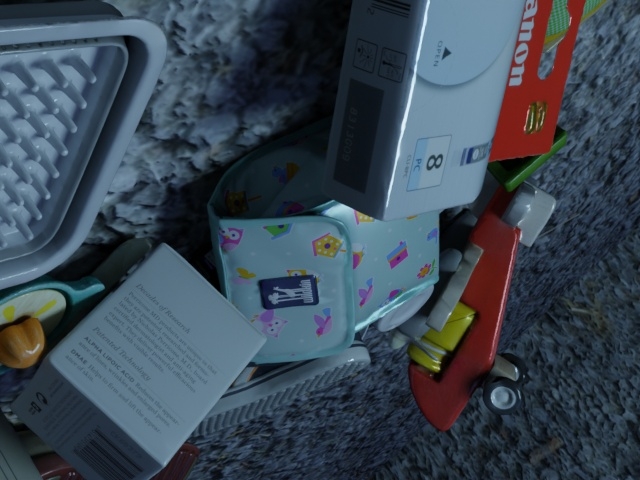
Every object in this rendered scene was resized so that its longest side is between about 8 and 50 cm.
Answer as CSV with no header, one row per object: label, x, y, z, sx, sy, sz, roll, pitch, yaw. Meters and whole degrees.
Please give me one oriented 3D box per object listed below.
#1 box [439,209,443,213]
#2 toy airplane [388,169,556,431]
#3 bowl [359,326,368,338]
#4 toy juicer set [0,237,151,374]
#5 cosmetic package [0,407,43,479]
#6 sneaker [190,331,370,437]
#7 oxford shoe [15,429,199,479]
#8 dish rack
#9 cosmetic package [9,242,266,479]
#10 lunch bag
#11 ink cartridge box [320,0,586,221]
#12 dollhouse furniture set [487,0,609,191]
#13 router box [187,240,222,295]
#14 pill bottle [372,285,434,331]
box,0.112,-0.077,1.314,0.102,0.101,0.087,-42,160,8
toy airplane,0.201,0.053,1.582,0.386,0.272,0.384,81,23,-57
bowl,-0.002,0.099,1.474,0.142,0.053,0.142,13,141,-7
toy juicer set,-0.308,0.104,0.974,0.329,0.089,0.209,-9,143,-55
cosmetic package,-0.437,0.273,1.008,0.296,0.153,0.129,-11,147,-50
sneaker,-0.090,0.167,1.408,0.321,0.127,0.126,-26,161,17
oxford shoe,-0.286,0.272,1.300,0.123,0.130,0.348,-60,150,7
dish rack,-0.284,-0.053,0.720,0.332,0.072,0.285,-18,149,-46
cosmetic package,-0.184,0.135,1.051,0.184,0.151,0.151,-50,-175,-40
lunch bag,0.000,0.000,1.142,0.262,0.160,0.223,-31,138,-25
ink cartridge box,0.181,-0.197,1.010,0.385,0.091,0.308,-12,119,-43
dollhouse furniture set,0.278,-0.233,1.214,0.301,0.151,0.197,-41,159,1
router box,-0.107,0.050,1.271,0.133,0.046,0.179,-42,159,5
pill bottle,0.059,0.027,1.336,0.094,0.169,0.094,-34,159,-15
